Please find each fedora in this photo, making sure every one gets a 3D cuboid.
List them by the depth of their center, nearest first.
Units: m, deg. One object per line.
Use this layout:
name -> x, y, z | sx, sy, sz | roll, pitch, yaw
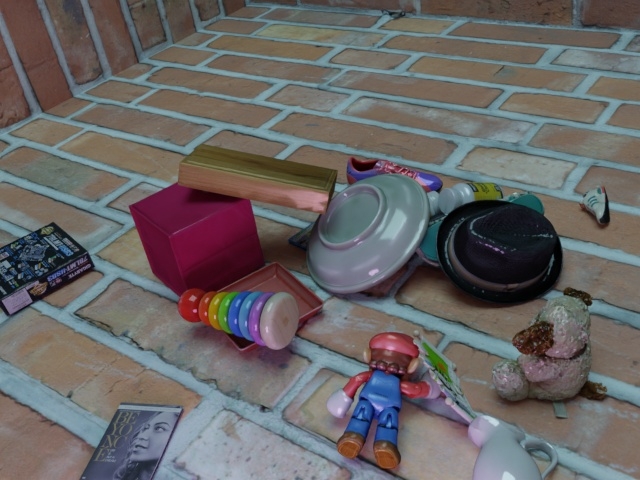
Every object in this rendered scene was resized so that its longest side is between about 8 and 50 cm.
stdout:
fedora -> 0.468, 0.000, 1.775 | 0.334, 0.152, 0.333 | 2, 64, -4

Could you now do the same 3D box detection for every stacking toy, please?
stacking toy -> -0.224, 0.177, 1.760 | 0.331, 0.141, 0.141 | 7, 39, 30

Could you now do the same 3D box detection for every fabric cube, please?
fabric cube -> -0.354, -0.015, 2.027 | 0.258, 0.259, 0.254 | -30, 40, -26

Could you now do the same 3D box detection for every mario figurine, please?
mario figurine -> 0.143, 0.345, 1.542 | 0.170, 0.198, 0.320 | -36, 22, 45

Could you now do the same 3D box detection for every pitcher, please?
pitcher -> 0.375, 0.438, 1.330 | 0.178, 0.125, 0.207 | 9, 26, 2

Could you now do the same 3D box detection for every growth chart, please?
growth chart -> 0.275, 0.302, 1.515 | 0.021, 0.172, 0.237 | -42, 31, 14

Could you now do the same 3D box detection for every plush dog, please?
plush dog -> 0.506, 0.222, 1.490 | 0.211, 0.225, 0.262 | 22, 46, 38

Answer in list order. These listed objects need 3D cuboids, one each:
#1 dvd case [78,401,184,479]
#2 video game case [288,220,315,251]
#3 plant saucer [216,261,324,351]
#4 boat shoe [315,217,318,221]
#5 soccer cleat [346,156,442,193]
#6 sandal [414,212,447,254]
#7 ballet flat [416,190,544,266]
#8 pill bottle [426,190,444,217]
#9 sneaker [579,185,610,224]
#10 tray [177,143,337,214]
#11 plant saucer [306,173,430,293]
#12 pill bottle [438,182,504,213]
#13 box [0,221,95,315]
dvd case -> -0.422, 0.459, 1.588 | 0.165, 0.018, 0.221 | 0, 36, 15
video game case -> 0.000, 0.000, 2.122 | 0.119, 0.015, 0.166 | -36, 42, -30
plant saucer -> -0.158, 0.182, 1.881 | 0.259, 0.047, 0.258 | -28, 39, -22
boat shoe -> 0.037, -0.035, 2.116 | 0.056, 0.048, 0.153 | -49, 37, -6
soccer cleat -> 0.232, -0.205, 2.258 | 0.319, 0.116, 0.108 | 6, 39, 23
sandal -> 0.270, -0.010, 1.991 | 0.255, 0.097, 0.054 | -27, 38, -21
ballet flat -> 0.434, -0.018, 1.948 | 0.409, 0.146, 0.147 | -18, 36, -14
pill bottle -> 0.255, -0.071, 2.065 | 0.215, 0.117, 0.117 | -22, 37, -15
sneaker -> 0.786, -0.094, 2.019 | 0.075, 0.057, 0.161 | -12, 33, 28
tray -> -0.168, -0.179, 1.968 | 0.411, 0.076, 0.203 | 12, 24, 3
plant saucer -> 0.105, -0.047, 1.940 | 0.401, 0.100, 0.400 | -24, 42, 24
pill bottle -> 0.437, -0.117, 2.044 | 0.184, 0.103, 0.103 | -4, 28, -31
box -> -0.907, 0.078, 2.207 | 0.293, 0.073, 0.296 | -32, 40, -28
